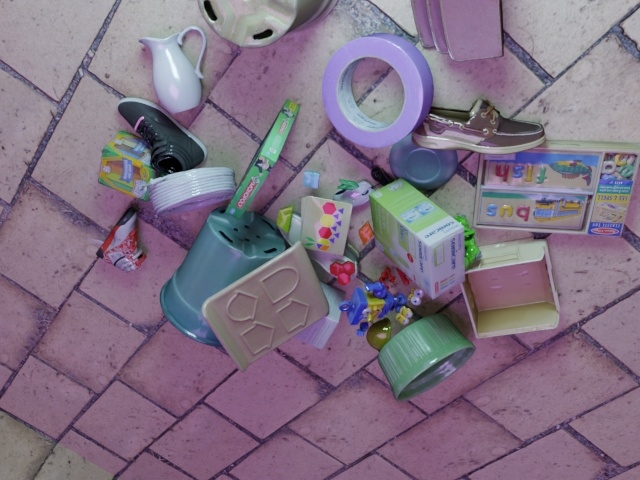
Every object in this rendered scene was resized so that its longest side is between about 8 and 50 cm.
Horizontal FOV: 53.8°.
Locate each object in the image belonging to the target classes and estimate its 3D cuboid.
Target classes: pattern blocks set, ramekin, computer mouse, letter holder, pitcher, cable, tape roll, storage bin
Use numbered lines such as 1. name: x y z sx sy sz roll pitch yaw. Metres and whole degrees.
1. pattern blocks set: 0.013 -0.041 1.865 0.285 0.026 0.325 19 115 0
2. ramekin: 0.330 0.368 2.021 0.148 0.303 0.303 56 131 27
3. computer mouse: 0.122 -0.136 1.862 0.192 0.042 0.106 -24 117 27
4. letter holder: 0.301 -0.576 1.440 0.214 0.152 0.302 -3 124 17
5. pitcher: -0.375 -0.464 1.711 0.177 0.125 0.207 -14 110 4
6. cable: -0.370 -0.145 1.844 0.256 0.257 0.089 -15 87 6
7. tape roll: 0.143 -0.380 1.604 0.274 0.090 0.275 12 117 24
8. storage bin: 0.572 0.145 1.905 0.260 0.123 0.262 -11 121 21

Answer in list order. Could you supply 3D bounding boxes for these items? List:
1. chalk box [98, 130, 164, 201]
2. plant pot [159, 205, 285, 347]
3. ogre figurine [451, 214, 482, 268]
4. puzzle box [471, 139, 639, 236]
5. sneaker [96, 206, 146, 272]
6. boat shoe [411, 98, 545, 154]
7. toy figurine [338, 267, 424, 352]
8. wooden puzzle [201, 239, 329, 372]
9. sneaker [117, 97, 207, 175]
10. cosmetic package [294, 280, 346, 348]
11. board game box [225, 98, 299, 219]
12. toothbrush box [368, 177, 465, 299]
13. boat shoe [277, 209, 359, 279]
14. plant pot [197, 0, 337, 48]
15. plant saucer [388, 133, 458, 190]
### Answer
1. chalk box: -0.540 -0.215 1.908 0.212 0.132 0.132 21 127 -2
2. plant pot: -0.284 0.096 1.968 0.341 0.341 0.334 26 119 -6
3. ogre figurine: 0.393 0.008 1.839 0.118 0.197 0.097 -21 142 6
4. puzzle box: 0.632 -0.143 1.730 0.408 0.052 0.272 3 126 11
5. sneaker: -0.636 0.005 2.118 0.145 0.090 0.270 36 128 -14
6. boat shoe: 0.409 -0.303 1.630 0.341 0.123 0.123 6 123 13
7. toy figurine: 0.139 0.196 1.950 0.217 0.191 0.363 -3 138 -26
8. wooden puzzle: -0.159 0.189 1.866 0.347 0.080 0.322 -35 135 -13
9. sneaker: -0.478 -0.296 1.827 0.295 0.147 0.104 35 127 -11
10. cosmetic package: -0.036 0.232 2.094 0.183 0.151 0.152 25 127 -4
11. board game box: -0.151 -0.223 1.693 0.046 0.317 0.213 30 126 -11
12. toothbrush box: 0.266 -0.010 1.751 0.122 0.283 0.206 -28 134 -17
13. boat shoe: -0.003 0.002 1.961 0.305 0.091 0.109 39 129 -12
14. plant pot: -0.129 -0.594 1.432 0.333 0.306 0.334 6 126 9
15. plant saucer: 0.287 -0.216 1.770 0.194 0.037 0.195 6 126 8
